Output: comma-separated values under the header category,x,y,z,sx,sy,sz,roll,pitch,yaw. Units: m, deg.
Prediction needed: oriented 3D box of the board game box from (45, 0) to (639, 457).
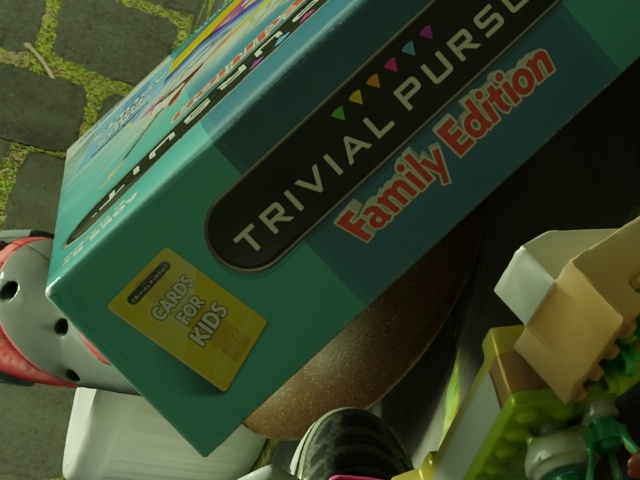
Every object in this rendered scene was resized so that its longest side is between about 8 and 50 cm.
category,x,y,z,sx,sy,sz,roll,pitch,yaw
board game box,0.011,-0.073,0.712,0.254,0.079,0.336,-43,12,2

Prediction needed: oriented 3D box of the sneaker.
category,x,y,z,sx,sy,sz,roll,pitch,yaw
sneaker,0.024,0.124,0.711,0.170,0.063,0.074,-92,19,-48

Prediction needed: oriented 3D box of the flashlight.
category,x,y,z,sx,sy,sz,roll,pitch,yaw
flashlight,-0.109,0.046,1.061,0.304,0.103,0.103,1,72,47

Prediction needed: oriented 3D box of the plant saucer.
category,x,y,z,sx,sy,sz,roll,pitch,yaw
plant saucer,0.000,0.000,0.879,0.199,0.036,0.198,-34,40,35

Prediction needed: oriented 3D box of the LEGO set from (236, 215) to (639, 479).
category,x,y,z,sx,sy,sz,roll,pitch,yaw
LEGO set,0.033,0.113,0.570,0.287,0.132,0.107,-35,53,30

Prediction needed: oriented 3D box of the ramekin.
category,x,y,z,sx,sy,sz,roll,pitch,yaw
ramekin,-0.092,0.058,1.295,0.273,0.127,0.272,-163,90,-80
